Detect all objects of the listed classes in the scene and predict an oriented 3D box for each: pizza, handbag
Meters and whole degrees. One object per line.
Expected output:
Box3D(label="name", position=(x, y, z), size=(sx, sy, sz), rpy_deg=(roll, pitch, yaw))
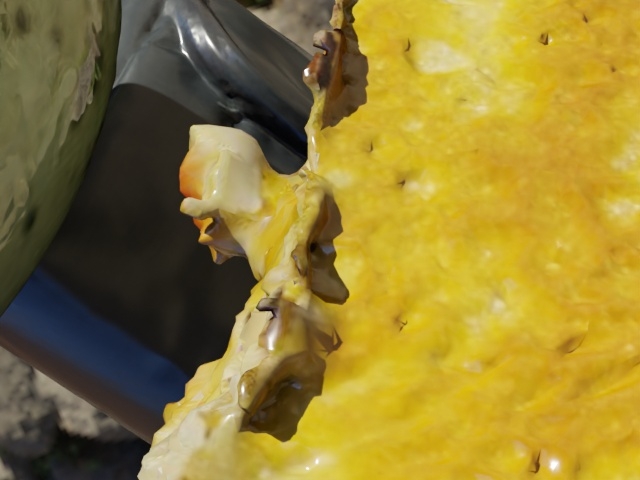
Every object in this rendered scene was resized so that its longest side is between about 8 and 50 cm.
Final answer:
Box3D(label="pizza", position=(0.050, 0.011, 0.420), size=(0.189, 0.297, 0.071), rpy_deg=(15, 137, 7))
Box3D(label="handbag", position=(-0.015, -0.015, 0.872), size=(0.302, 0.275, 0.178), rpy_deg=(36, 152, -21))

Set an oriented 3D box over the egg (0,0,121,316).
Box3D(label="egg", position=(-0.212, -0.069, 0.557), size=(0.287, 0.288, 0.379), rpy_deg=(98, 174, -47))
